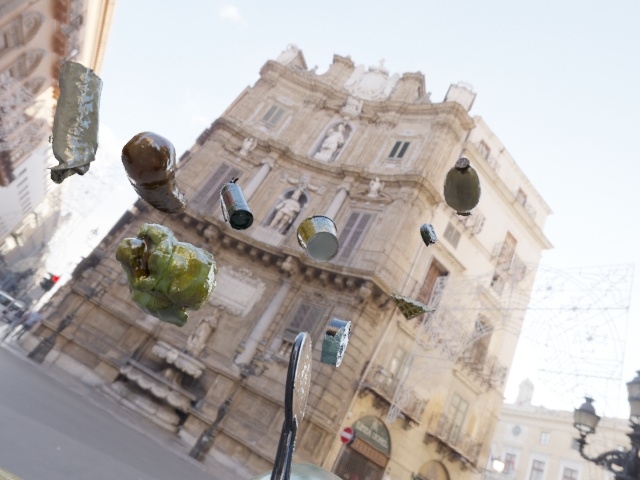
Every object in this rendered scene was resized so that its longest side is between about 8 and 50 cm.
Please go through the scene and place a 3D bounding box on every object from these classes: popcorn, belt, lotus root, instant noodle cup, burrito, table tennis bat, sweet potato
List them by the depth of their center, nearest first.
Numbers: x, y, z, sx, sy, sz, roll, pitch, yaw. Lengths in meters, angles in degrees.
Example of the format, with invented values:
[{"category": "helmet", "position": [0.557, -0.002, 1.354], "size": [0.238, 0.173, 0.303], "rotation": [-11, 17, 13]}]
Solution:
[{"category": "table tennis bat", "position": [-0.041, 0.253, 0.625], "size": [0.027, 0.236, 0.150], "rotation": [3, -43, 9]}, {"category": "burrito", "position": [-0.401, -0.196, 0.661], "size": [0.087, 0.226, 0.060], "rotation": [-14, -20, 28]}, {"category": "sweet potato", "position": [-0.311, -0.119, 0.768], "size": [0.097, 0.097, 0.292], "rotation": [31, -19, -2]}, {"category": "lotus root", "position": [0.285, -0.099, 0.811], "size": [0.073, 0.062, 0.150], "rotation": [5, -39, 26]}, {"category": "popcorn", "position": [-0.418, 0.087, 1.112], "size": [0.276, 0.226, 0.276], "rotation": [-5, -45, -5]}, {"category": "instant noodle cup", "position": [0.000, 0.000, 1.371], "size": [0.151, 0.151, 0.122], "rotation": [43, 7, -24]}, {"category": "belt", "position": [0.059, 0.383, 1.522], "size": [0.078, 0.198, 0.151], "rotation": [12, -51, 16]}]

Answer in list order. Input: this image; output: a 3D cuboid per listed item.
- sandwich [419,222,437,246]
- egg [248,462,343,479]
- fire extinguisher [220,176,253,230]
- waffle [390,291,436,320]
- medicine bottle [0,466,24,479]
[{"category": "sandwich", "position": [0.323, -0.020, 1.199], "size": [0.026, 0.101, 0.069], "rotation": [-30, -100, 30]}, {"category": "egg", "position": [-0.044, 0.512, 0.644], "size": [0.278, 0.278, 0.336], "rotation": [39, -24, -16]}, {"category": "fire extinguisher", "position": [-0.338, -0.155, 1.569], "size": [0.093, 0.118, 0.294], "rotation": [39, 13, -40]}, {"category": "waffle", "position": [0.317, 0.210, 1.399], "size": [0.125, 0.032, 0.191], "rotation": [58, -23, 13]}, {"category": "medicine bottle", "position": [-0.600, 0.494, 0.762], "size": [0.426, 0.108, 0.108], "rotation": [-20, -54, 42]}]
